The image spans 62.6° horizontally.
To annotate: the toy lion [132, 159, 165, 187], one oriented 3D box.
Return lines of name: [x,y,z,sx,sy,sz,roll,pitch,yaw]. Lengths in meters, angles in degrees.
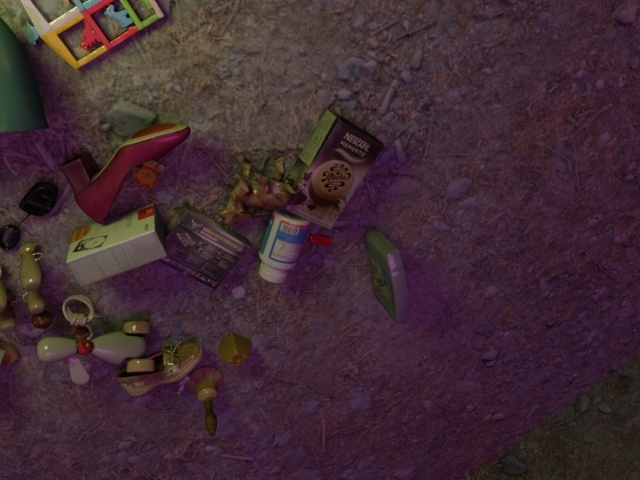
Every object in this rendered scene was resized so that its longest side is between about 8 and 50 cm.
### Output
toy lion: [-0.474,-0.191,1.420,0.096,0.034,0.100,-40,123,15]

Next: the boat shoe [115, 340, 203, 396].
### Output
boat shoe: [-0.516,0.406,1.698,0.285,0.105,0.089,-29,127,-1]

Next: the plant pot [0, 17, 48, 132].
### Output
plant pot: [-0.746,-0.345,1.095,0.292,0.293,0.235,-6,105,-16]

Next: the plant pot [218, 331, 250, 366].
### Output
plant pot: [-0.286,0.376,1.775,0.081,0.083,0.081,32,105,-31]

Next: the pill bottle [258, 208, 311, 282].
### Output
pill bottle: [-0.117,0.013,1.604,0.124,0.124,0.222,10,115,-24]

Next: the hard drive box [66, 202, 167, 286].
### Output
hard drive box: [-0.541,0.007,1.417,0.232,0.181,0.089,-21,122,-8]

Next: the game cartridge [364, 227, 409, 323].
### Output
game cartridge: [0.223,0.125,1.743,0.062,0.198,0.297,-18,122,-9]

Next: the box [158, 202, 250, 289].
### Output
box: [-0.356,0.021,1.564,0.231,0.056,0.183,32,104,-31]

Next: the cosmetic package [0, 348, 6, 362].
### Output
cosmetic package: [-1.021,0.330,1.459,0.231,0.117,0.085,30,107,-24]

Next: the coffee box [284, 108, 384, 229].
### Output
coffee box: [0.025,-0.205,1.532,0.168,0.119,0.297,23,109,-28]

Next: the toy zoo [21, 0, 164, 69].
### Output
toy zoo: [-0.537,-0.529,1.203,0.293,0.030,0.192,-32,124,0]

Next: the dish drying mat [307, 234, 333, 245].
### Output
dish drying mat: [0.000,0.000,1.707,0.083,0.008,0.032,9,114,-24]

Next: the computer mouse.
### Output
computer mouse: [-0.773,-0.067,1.384,0.242,0.041,0.071,-44,140,14]

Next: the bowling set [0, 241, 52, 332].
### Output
bowling set: [-0.839,0.158,1.443,0.287,0.154,0.200,-29,144,-4]

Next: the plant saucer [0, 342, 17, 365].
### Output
plant saucer: [-0.943,0.333,1.559,0.083,0.015,0.083,-8,120,-14]

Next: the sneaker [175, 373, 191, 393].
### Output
sneaker: [-0.490,0.477,1.792,0.069,0.038,0.098,27,113,-16]

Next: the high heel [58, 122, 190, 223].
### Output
high heel: [-0.466,-0.172,1.342,0.377,0.127,0.181,-14,117,19]

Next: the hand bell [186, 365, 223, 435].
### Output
hand bell: [-0.370,0.545,1.746,0.126,0.242,0.126,-8,120,-15]

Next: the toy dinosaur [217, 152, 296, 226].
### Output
toy dinosaur: [-0.158,-0.125,1.464,0.295,0.127,0.200,5,133,30]

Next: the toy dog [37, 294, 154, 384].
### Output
toy dog: [-0.659,0.320,1.570,0.333,0.220,0.161,29,144,-28]
